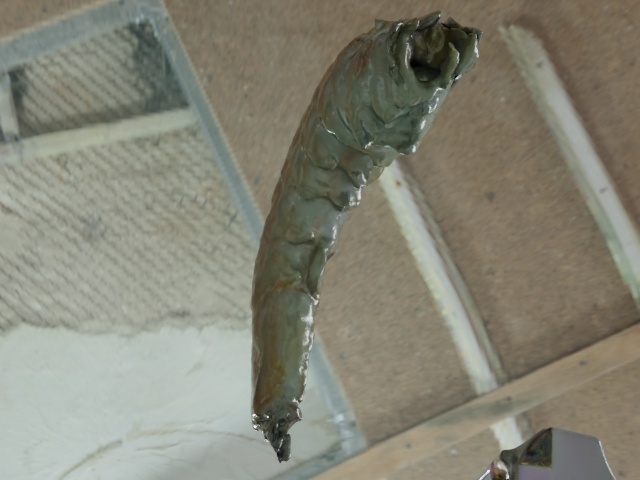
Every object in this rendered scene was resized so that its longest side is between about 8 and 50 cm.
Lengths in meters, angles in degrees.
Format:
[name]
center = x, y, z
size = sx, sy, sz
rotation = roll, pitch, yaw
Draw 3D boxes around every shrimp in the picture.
[shrimp]
center = 0.001, -0.020, 0.843
size = 0.068, 0.185, 0.287
rotation = 24, -83, -15

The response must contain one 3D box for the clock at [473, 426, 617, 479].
[clock]
center = 0.122, 0.249, 0.764
size = 0.083, 0.186, 0.253
rotation = 9, -116, -6
